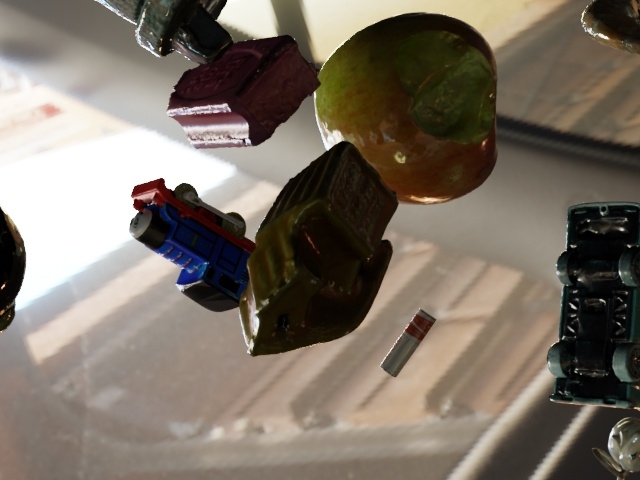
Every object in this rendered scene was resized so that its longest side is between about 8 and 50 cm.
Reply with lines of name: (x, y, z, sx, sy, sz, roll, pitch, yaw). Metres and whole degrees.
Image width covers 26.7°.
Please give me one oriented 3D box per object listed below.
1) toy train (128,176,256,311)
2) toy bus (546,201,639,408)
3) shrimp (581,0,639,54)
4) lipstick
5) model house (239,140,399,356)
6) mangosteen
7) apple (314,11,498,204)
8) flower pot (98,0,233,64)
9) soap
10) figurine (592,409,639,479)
toy train: (-0.182, 0.002, 1.927, 0.083, 0.204, 0.131, -10, -128, 53)
toy bus: (0.383, 0.087, 1.721, 0.128, 0.256, 0.147, -1, 169, 45)
shrimp: (0.339, -0.227, 1.403, 0.126, 0.047, 0.223, 18, -154, 11)
lipstick: (0.160, 0.187, 2.465, 0.130, 0.038, 0.038, -55, -166, 3)
model house: (0.002, 0.009, 1.812, 0.173, 0.239, 0.268, 20, -131, 6)
mangosteen: (-0.522, 0.036, 1.904, 0.243, 0.242, 0.243, -18, -167, 4)
apple: (0.150, -0.219, 2.284, 0.340, 0.339, 0.339, -18, -167, 4)
flower pot: (-0.198, -0.402, 1.931, 0.299, 0.283, 0.299, -57, 178, -3)
soap: (-0.131, -0.220, 2.075, 0.250, 0.099, 0.162, 2, -130, 55)
figurine: (0.534, 0.333, 2.293, 0.153, 0.132, 0.132, -48, -170, 9)
